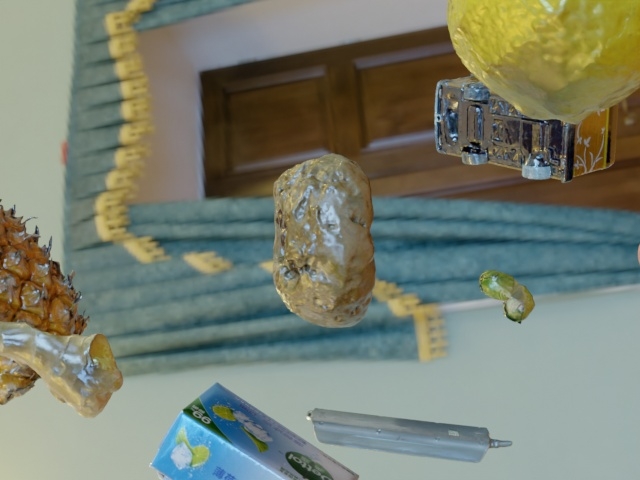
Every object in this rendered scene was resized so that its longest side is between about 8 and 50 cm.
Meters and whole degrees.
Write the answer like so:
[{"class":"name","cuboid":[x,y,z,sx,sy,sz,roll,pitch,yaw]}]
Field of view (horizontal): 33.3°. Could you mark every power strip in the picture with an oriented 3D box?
[{"class":"power strip","cuboid":[0.107,0.238,1.307,0.060,0.252,0.027,-74,-10,-77]}]

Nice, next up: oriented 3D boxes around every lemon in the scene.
[{"class":"lemon","cuboid":[0.269,-0.267,1.179,0.322,0.268,0.268,126,143,-62]}]

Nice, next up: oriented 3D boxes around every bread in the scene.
[{"class":"bread","cuboid":[0.000,0.000,1.367,0.230,0.123,0.230,178,90,-85]}]

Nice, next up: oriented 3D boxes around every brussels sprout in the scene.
[{"class":"brussels sprout","cuboid":[0.247,0.072,1.409,0.083,0.051,0.046,40,-130,-19]}]

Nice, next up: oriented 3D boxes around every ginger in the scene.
[{"class":"ginger","cuboid":[-0.441,0.187,1.661,0.086,0.294,0.131,-45,-35,-73]}]

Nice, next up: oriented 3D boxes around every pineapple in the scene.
[{"class":"pineapple","cuboid":[-0.585,0.123,1.901,0.300,0.352,0.352,48,-164,-9]}]

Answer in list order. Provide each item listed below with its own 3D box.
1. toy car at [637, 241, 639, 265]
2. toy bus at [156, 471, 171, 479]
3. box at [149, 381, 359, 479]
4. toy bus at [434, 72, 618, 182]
[{"class":"toy car","cuboid":[0.697,-0.027,1.925,0.212,0.180,0.270,-150,62,-82]},{"class":"toy bus","cuboid":[-0.174,0.511,2.134,0.109,0.329,0.136,-56,4,5]},{"class":"box","cuboid":[-0.064,0.242,1.126,0.073,0.194,0.139,-59,-5,8]},{"class":"toy bus","cuboid":[0.384,-0.221,2.011,0.194,0.323,0.162,-16,-67,-36]}]
